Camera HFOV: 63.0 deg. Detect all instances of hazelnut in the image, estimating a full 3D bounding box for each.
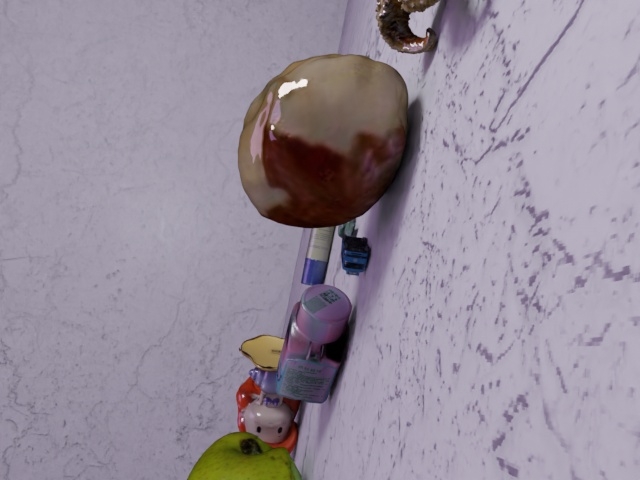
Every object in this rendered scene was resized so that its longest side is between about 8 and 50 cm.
[{"bbox_3d":[0.014,-0.136,0.728,0.261,0.241,0.261,-35,41,39],"label":"hazelnut"}]

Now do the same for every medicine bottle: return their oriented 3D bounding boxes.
[{"bbox_3d":[-0.011,0.164,0.844,0.119,0.094,0.188,-82,6,-50],"label":"medicine bottle"},{"bbox_3d":[0.000,0.000,1.315,0.059,0.059,0.230,160,122,-84],"label":"medicine bottle"}]

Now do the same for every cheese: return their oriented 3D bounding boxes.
[{"bbox_3d":[0.050,-0.025,1.000,0.120,0.026,0.067,-91,13,-68],"label":"cheese"}]

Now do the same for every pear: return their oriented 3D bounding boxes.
[{"bbox_3d":[-0.153,0.494,0.911,0.342,0.239,0.318,108,164,-51],"label":"pear"}]

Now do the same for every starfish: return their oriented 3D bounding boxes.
[{"bbox_3d":[0.122,-0.367,0.570,0.303,0.113,0.312,117,155,-81],"label":"starfish"}]

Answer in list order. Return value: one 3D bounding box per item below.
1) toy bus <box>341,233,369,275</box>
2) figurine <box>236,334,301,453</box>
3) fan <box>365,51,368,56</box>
[{"bbox_3d":[0.051,0.020,0.811,0.083,0.038,0.046,-89,8,-73],"label":"toy bus"},{"bbox_3d":[-0.112,0.361,1.210,0.208,0.181,0.257,27,113,43],"label":"figurine"},{"bbox_3d":[0.098,-0.376,1.375,0.131,0.009,0.240,-100,22,-76],"label":"fan"}]
